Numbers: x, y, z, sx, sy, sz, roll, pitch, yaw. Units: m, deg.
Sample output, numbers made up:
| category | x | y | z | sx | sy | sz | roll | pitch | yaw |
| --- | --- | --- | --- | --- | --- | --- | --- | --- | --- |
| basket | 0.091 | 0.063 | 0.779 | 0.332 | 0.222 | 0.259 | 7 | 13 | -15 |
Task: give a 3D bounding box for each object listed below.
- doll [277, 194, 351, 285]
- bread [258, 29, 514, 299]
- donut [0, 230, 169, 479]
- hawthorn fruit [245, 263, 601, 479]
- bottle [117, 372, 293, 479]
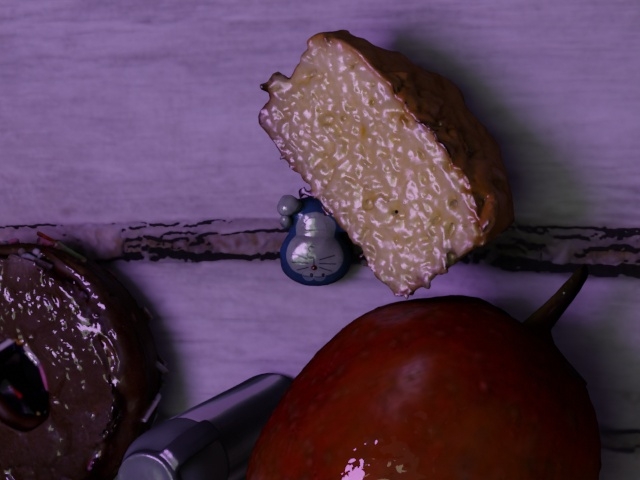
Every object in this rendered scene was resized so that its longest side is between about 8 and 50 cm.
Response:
| category | x | y | z | sx | sy | sz | roll | pitch | yaw |
| --- | --- | --- | --- | --- | --- | --- | --- | --- | --- |
| doll | 0.000 | 0.000 | 1.555 | 0.076 | 0.050 | 0.083 | 5 | 102 | 6 |
| bread | 0.064 | -0.068 | 1.461 | 0.143 | 0.139 | 0.229 | -44 | 74 | 24 |
| donut | -0.266 | 0.125 | 1.676 | 0.269 | 0.103 | 0.270 | 6 | 102 | 26 |
| hawthorn fruit | 0.109 | 0.170 | 1.435 | 0.284 | 0.285 | 0.369 | 34 | 91 | 15 |
| bottle | -0.085 | 0.172 | 1.514 | 0.079 | 0.253 | 0.096 | 46 | 114 | 11 |
